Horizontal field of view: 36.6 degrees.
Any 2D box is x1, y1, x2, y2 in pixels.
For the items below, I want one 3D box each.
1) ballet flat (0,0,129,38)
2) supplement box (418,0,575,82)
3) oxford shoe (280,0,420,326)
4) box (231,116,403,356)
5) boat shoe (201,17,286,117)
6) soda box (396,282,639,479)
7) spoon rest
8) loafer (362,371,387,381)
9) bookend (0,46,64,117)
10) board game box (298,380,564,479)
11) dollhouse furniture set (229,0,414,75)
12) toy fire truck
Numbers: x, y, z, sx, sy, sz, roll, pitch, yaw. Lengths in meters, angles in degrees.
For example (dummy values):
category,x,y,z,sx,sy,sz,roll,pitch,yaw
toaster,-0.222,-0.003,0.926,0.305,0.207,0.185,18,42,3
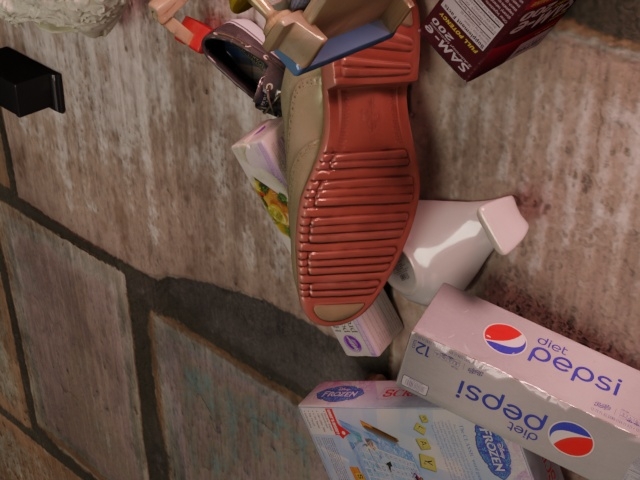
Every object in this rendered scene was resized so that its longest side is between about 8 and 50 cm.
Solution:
category,x,y,z,sx,sy,sz,roll,pitch,yaw
ballet flat,-0.360,-0.356,1.383,0.409,0.147,0.147,17,125,43
supplement box,0.200,-0.253,0.832,0.073,0.130,0.239,51,141,10
oxford shoe,0.023,-0.104,1.090,0.146,0.140,0.397,28,113,59
box,0.000,0.000,1.202,0.063,0.067,0.324,-5,122,47
boat shoe,-0.059,-0.190,1.183,0.228,0.076,0.080,46,139,16
soda box,0.232,0.158,1.030,0.286,0.098,0.091,24,131,15
spoon rest,0.148,0.004,1.103,0.137,0.084,0.276,62,154,-1
loafer,0.055,0.234,1.343,0.050,0.056,0.148,31,133,22
bookend,-0.532,-0.243,1.584,0.157,0.156,0.072,28,131,31
board game box,0.161,0.326,1.233,0.318,0.066,0.319,-7,113,40
dollhouse furniture set,0.060,-0.328,0.795,0.198,0.303,0.286,51,140,9
toy fire truck,-0.171,-0.308,1.180,0.047,0.192,0.135,35,106,25
